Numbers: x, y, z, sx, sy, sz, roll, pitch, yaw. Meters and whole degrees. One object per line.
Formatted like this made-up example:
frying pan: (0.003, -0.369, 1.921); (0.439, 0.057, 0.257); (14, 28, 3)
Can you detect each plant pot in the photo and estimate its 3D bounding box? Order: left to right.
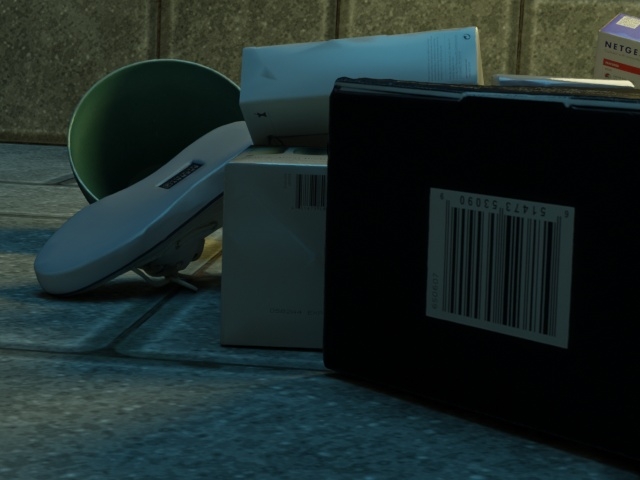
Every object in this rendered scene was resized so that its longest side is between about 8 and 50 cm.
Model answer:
plant pot: (-0.238, -0.105, 2.123); (0.290, 0.290, 0.195); (2, -29, -4)

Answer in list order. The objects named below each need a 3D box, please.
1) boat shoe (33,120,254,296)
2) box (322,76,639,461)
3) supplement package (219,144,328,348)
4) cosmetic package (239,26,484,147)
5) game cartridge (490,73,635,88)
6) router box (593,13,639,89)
boat shoe: (-0.195, -0.003, 1.773); (0.136, 0.156, 0.367); (17, 44, 43)
box: (0.330, 0.002, 1.294); (0.472, 0.297, 0.480); (-6, 11, -40)
supplement package: (0.000, 0.000, 1.547); (0.199, 0.198, 0.262); (2, 8, 2)
cosmetic package: (0.073, -0.110, 1.757); (0.284, 0.097, 0.377); (-2, -31, 10)
game cartridge: (0.294, -0.049, 1.646); (0.196, 0.294, 0.060); (1, 5, -10)
router box: (0.600, -0.177, 2.206); (0.335, 0.301, 0.082); (22, 40, 28)
